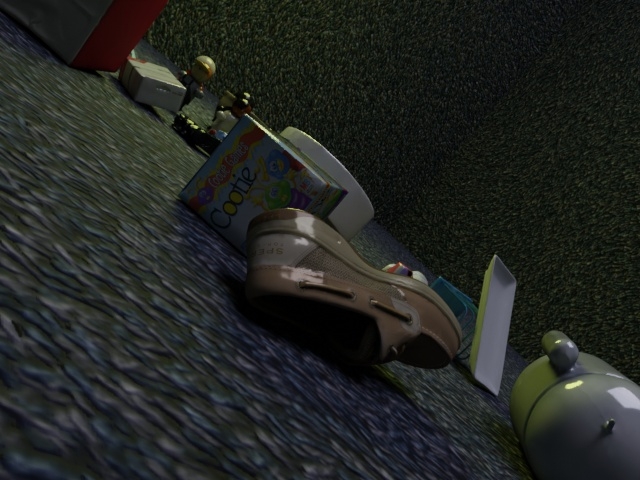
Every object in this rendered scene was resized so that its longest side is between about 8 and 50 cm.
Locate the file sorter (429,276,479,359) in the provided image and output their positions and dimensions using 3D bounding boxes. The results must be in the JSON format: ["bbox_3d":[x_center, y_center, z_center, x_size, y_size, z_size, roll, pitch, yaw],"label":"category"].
[{"bbox_3d":[0.284,0.177,1.383,0.170,0.118,0.104,32,15,-49],"label":"file sorter"}]

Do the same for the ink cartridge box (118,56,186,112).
[{"bbox_3d":[-0.349,-0.323,1.314,0.099,0.056,0.135,10,25,-37],"label":"ink cartridge box"}]

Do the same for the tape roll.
[{"bbox_3d":[-0.012,-0.117,1.428,0.286,0.100,0.286,43,-9,9],"label":"tape roll"}]

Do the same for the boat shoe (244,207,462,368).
[{"bbox_3d":[0.043,0.093,0.732,0.341,0.122,0.110,32,47,-33],"label":"boat shoe"}]

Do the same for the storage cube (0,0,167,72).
[{"bbox_3d":[-0.419,-0.433,1.125,0.184,0.215,0.193,40,13,-3],"label":"storage cube"}]

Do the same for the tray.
[{"bbox_3d":[0.362,0.180,1.348,0.030,0.270,0.145,0,-27,35],"label":"tray"}]

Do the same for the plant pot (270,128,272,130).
[{"bbox_3d":[-0.145,-0.241,1.820,0.109,0.109,0.096,38,-6,-13],"label":"plant pot"}]

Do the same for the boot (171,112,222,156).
[{"bbox_3d":[-0.249,-0.215,1.332,0.099,0.045,0.121,38,3,36],"label":"boot"}]

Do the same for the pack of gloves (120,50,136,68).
[{"bbox_3d":[-0.489,-0.460,1.584,0.232,0.046,0.195,44,7,33],"label":"pack of gloves"}]

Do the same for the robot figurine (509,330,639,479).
[{"bbox_3d":[0.405,0.287,0.974,0.353,0.200,0.300,-2,71,-81],"label":"robot figurine"}]

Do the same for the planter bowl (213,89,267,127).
[{"bbox_3d":[-0.241,-0.332,1.809,0.162,0.109,0.162,43,2,-2],"label":"planter bowl"}]

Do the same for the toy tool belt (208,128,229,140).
[{"bbox_3d":[-0.235,-0.241,1.522,0.083,0.052,0.051,39,-1,-3],"label":"toy tool belt"}]

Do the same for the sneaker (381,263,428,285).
[{"bbox_3d":[0.220,0.126,1.593,0.212,0.080,0.094,18,33,-54],"label":"sneaker"}]

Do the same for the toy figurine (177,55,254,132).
[{"bbox_3d":[-0.274,-0.360,1.617,0.213,0.148,0.209,43,6,-16],"label":"toy figurine"}]

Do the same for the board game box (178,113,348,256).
[{"bbox_3d":[-0.068,-0.069,0.940,0.142,0.144,0.275,41,8,5],"label":"board game box"}]

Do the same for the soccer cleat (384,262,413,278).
[{"bbox_3d":[0.170,0.098,1.354,0.083,0.095,0.248,42,8,17],"label":"soccer cleat"}]
